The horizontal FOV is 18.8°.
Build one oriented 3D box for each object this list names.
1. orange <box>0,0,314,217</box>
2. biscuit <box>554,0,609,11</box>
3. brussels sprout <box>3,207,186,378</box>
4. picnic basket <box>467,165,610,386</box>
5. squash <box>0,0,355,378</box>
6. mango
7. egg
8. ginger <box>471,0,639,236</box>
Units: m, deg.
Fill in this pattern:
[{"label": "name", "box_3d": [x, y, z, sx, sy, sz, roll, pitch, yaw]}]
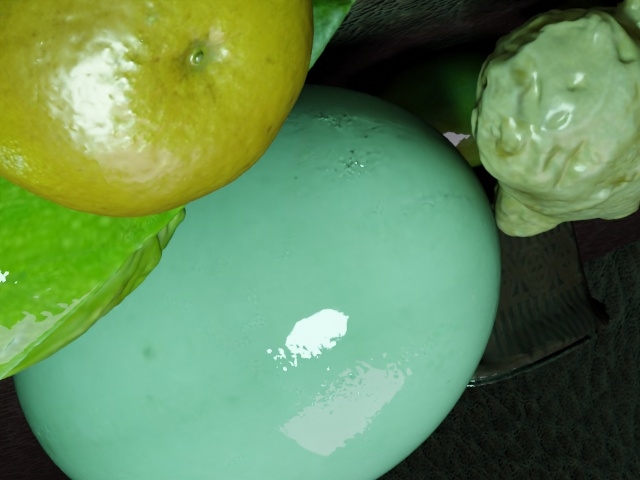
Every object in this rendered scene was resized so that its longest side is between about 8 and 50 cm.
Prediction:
[{"label": "orange", "box_3d": [-0.080, -0.090, 0.776, 0.159, 0.159, 0.136, -15, -151, -30]}, {"label": "biscuit", "box_3d": [0.241, -0.150, 1.410, 0.183, 0.039, 0.174, -38, 143, -2]}, {"label": "brussels sprout", "box_3d": [-0.175, -0.004, 1.039, 0.223, 0.161, 0.223, -16, 165, -4]}, {"label": "picnic basket", "box_3d": [0.067, 0.007, 1.484, 0.297, 0.129, 0.222, 11, -160, 41]}, {"label": "squash", "box_3d": [-0.082, -0.031, 0.891, 0.289, 0.203, 0.111, -12, -174, -23]}, {"label": "mango", "box_3d": [0.103, -0.089, 1.417, 0.122, 0.085, 0.191, -27, 169, 24]}, {"label": "egg", "box_3d": [-0.048, 0.046, 1.271, 0.276, 0.276, 0.389, -11, 167, -47]}, {"label": "ginger", "box_3d": [0.208, -0.089, 1.271, 0.354, 0.126, 0.190, -15, 139, -48]}]
